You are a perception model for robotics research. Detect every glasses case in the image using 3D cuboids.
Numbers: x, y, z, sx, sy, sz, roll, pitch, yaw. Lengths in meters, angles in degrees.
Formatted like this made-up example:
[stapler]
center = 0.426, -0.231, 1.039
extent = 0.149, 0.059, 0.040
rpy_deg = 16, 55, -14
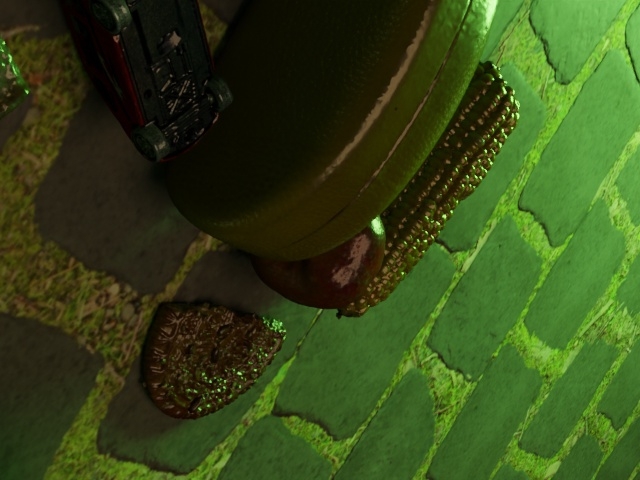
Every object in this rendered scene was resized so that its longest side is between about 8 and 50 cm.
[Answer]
[glasses case]
center = 0.029, -0.150, 1.068
extent = 0.141, 0.173, 0.371
rpy_deg = 26, 94, -55

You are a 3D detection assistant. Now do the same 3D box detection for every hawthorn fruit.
[hawthorn fruit]
center = 0.000, 0.000, 1.209
extent = 0.133, 0.133, 0.138
rpy_deg = -55, 164, -7

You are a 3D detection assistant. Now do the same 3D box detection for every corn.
[corn]
center = 0.100, -0.051, 1.332
extent = 0.313, 0.102, 0.102
rpy_deg = -52, 148, -8

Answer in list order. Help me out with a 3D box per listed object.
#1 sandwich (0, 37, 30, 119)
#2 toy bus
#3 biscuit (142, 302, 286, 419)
[sandwich]
center = -0.300, -0.085, 0.707
extent = 0.236, 0.128, 0.122
rpy_deg = -41, 136, -28
[toy bus]
center = -0.133, -0.148, 0.921
extent = 0.081, 0.089, 0.195
rpy_deg = -42, 144, -25
[biscuit]
center = -0.107, 0.121, 1.244
extent = 0.206, 0.025, 0.126
rpy_deg = 15, 103, -57
